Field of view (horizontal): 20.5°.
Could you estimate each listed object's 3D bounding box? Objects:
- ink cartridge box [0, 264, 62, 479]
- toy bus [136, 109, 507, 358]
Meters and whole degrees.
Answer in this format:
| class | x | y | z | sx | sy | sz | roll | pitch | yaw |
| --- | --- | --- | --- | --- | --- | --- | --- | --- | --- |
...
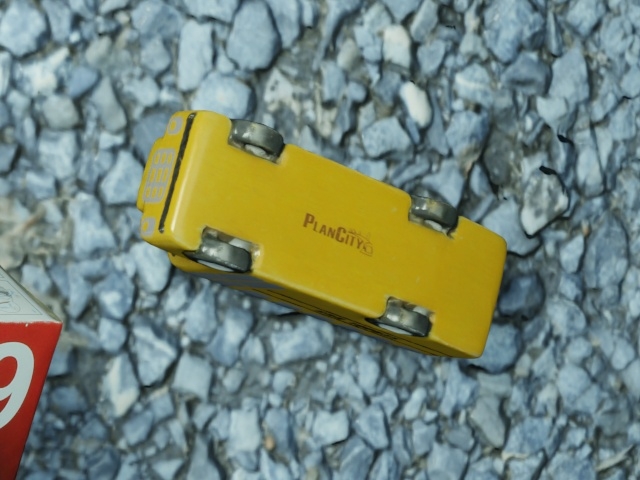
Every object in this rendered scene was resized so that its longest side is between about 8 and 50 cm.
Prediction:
| class | x | y | z | sx | sy | sz | roll | pitch | yaw |
| --- | --- | --- | --- | --- | --- | --- | --- | --- | --- |
| ink cartridge box | -0.340 | 0.138 | 1.027 | 0.309 | 0.130 | 0.272 | 0 | 117 | -43 |
| toy bus | 0.000 | 0.000 | 1.394 | 0.332 | 0.130 | 0.108 | 21 | 79 | -34 |
